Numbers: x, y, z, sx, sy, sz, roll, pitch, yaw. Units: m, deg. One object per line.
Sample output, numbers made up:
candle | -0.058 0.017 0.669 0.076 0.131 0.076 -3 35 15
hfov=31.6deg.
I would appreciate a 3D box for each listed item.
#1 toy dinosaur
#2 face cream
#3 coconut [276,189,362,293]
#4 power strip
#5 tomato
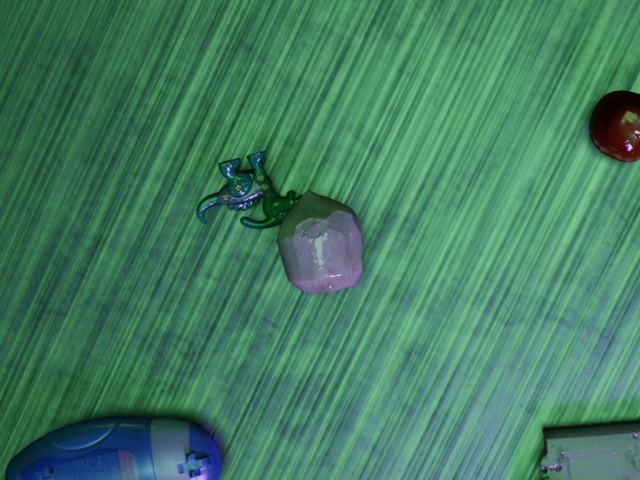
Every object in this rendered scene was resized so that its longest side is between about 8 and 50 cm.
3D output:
toy dinosaur | -0.091 -0.056 1.393 0.132 0.059 0.096 -19 96 -2
face cream | -0.252 0.292 1.402 0.264 0.083 0.149 -12 91 6
coconut | 0.000 0.000 1.365 0.110 0.110 0.124 -8 94 6
power strip | 0.398 0.263 1.365 0.268 0.034 0.092 -6 91 6
tomato | 0.361 -0.135 1.336 0.087 0.075 0.087 0 96 4
